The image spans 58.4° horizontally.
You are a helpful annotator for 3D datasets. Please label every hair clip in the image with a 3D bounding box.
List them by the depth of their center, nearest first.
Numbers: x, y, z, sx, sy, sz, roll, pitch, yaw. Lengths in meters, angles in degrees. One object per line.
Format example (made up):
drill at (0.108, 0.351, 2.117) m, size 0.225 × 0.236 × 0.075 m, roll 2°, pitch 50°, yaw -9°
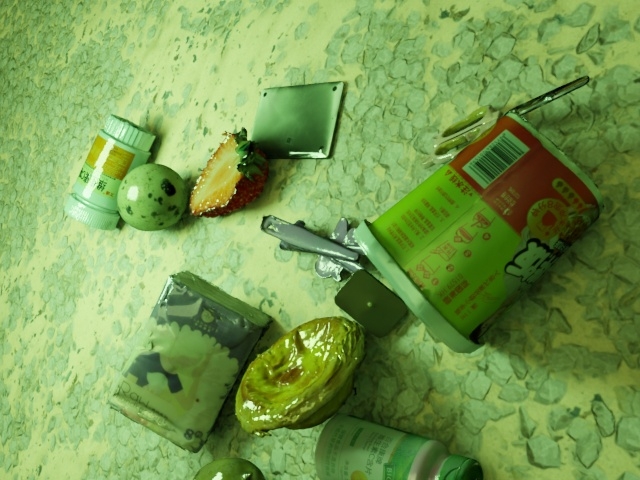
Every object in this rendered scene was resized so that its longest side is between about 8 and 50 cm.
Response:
hair clip at (0.003, 0.004, 1.217) m, size 0.278 × 0.090 × 0.137 m, roll 21°, pitch 78°, yaw 31°

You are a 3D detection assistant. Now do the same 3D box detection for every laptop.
laptop at (-0.066, -0.288, 1.383) m, size 0.269 × 0.015 × 0.188 m, roll 7°, pitch 83°, yaw 38°

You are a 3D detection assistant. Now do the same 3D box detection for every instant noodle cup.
instant noodle cup at (0.260, -0.017, 0.918) m, size 0.308 × 0.294 × 0.294 m, roll -44°, pitch 56°, yaw 12°

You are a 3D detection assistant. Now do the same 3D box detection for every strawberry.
strawberry at (-0.213, -0.152, 1.411) m, size 0.286 × 0.106 × 0.188 m, roll -39°, pitch 52°, yaw 38°

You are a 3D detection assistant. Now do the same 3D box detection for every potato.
potato at (-0.200, 0.549, 1.182) m, size 0.174 × 0.159 × 0.251 m, roll 40°, pitch 114°, yaw 16°

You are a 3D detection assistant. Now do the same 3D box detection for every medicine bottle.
medicine bottle at (0.132, 0.393, 0.980) m, size 0.274 × 0.133 × 0.134 m, roll 4°, pitch 81°, yaw 37°
medicine bottle at (-0.618, -0.202, 1.692) m, size 0.158 × 0.158 × 0.318 m, roll 34°, pitch 98°, yaw 38°

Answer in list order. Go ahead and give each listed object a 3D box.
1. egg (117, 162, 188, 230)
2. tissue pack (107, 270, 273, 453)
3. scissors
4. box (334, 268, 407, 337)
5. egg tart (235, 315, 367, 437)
egg at (-0.456, -0.109, 1.535) m, size 0.228 × 0.177 × 0.177 m, roll -26°, pitch 63°, yaw 47°
tissue pack at (-0.293, 0.272, 1.286) m, size 0.242 × 0.125 × 0.344 m, roll 28°, pitch 99°, yaw 2°
scissors at (0.313, -0.213, 1.002) m, size 0.317 × 0.024 × 0.160 m, roll -22°, pitch 29°, yaw 44°
box at (0.097, 0.119, 1.105) m, size 0.126 × 0.031 × 0.091 m, roll 38°, pitch 106°, yaw 2°
egg tart at (-0.028, 0.270, 1.101) m, size 0.294 × 0.116 × 0.295 m, roll -27°, pitch 22°, yaw 12°
